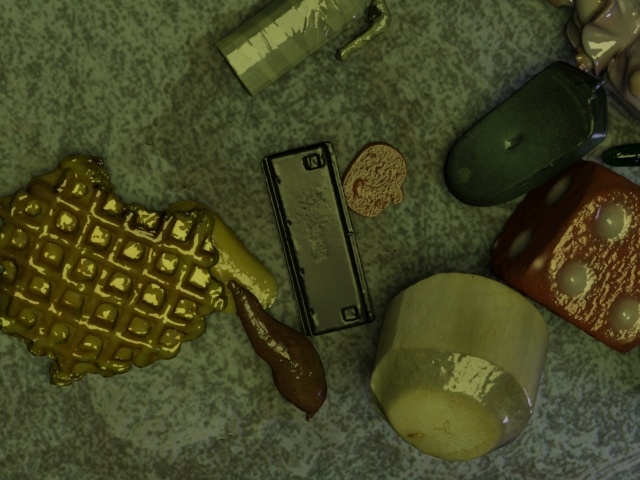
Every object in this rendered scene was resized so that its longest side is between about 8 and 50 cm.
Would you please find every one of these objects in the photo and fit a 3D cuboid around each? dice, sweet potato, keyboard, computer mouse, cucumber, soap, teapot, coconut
[{"bbox_3d":[0.321,0.013,1.552,0.174,0.175,0.179,32,95,-13],"label":"dice"},{"bbox_3d":[-0.040,0.131,1.554,0.068,0.068,0.226,-31,118,-3],"label":"sweet potato"},{"bbox_3d":[0.000,0.000,1.569,0.093,0.025,0.230,-13,102,2],"label":"keyboard"},{"bbox_3d":[0.246,-0.124,1.549,0.229,0.068,0.113,-35,79,22],"label":"computer mouse"},{"bbox_3d":[0.435,-0.112,1.623,0.184,0.033,0.036,-11,127,-7],"label":"cucumber"},{"bbox_3d":[-0.128,0.027,1.551,0.089,0.033,0.168,-41,104,5],"label":"soap"},{"bbox_3d":[-0.011,-0.239,1.500,0.200,0.077,0.107,-37,108,-1],"label":"teapot"},{"bbox_3d":[0.163,0.134,1.541,0.202,0.222,0.202,11,137,11],"label":"coconut"}]

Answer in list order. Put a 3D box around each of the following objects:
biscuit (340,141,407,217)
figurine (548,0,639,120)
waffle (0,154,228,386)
[{"bbox_3d":[0.067,-0.071,1.575,0.078,0.015,0.091,36,93,-16],"label":"biscuit"},{"bbox_3d":[0.368,-0.232,1.538,0.276,0.133,0.200,40,49,-12],"label":"figurine"},{"bbox_3d":[-0.249,0.029,1.504,0.291,0.051,0.291,0,103,0],"label":"waffle"}]
